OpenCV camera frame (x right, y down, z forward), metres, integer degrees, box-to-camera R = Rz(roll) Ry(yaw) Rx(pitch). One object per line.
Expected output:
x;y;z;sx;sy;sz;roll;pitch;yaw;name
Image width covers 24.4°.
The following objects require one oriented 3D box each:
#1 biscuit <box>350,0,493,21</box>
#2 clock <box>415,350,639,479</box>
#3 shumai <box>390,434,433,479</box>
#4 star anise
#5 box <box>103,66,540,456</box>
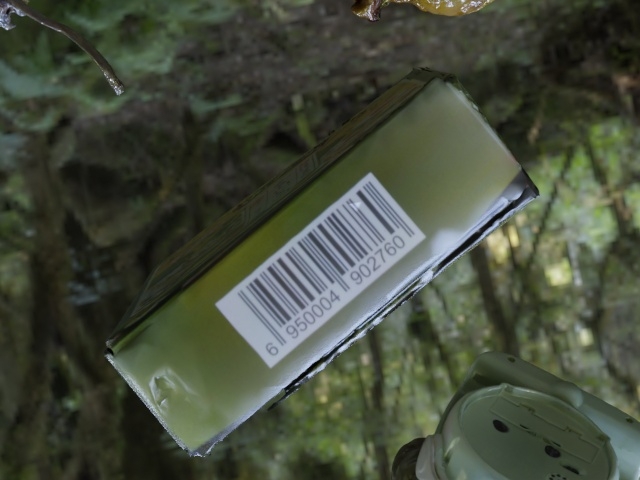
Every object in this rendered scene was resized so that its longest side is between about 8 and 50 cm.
0.089;-0.317;1.091;0.334;0.289;0.081;-21;177;12;biscuit
0.263;0.289;1.885;0.265;0.109;0.324;27;-148;13;clock
0.193;0.413;2.245;0.184;0.218;0.185;-9;-178;14;shumai
-0.355;-0.243;1.712;0.218;0.148;0.227;24;-168;-32;star anise
0.000;0.000;1.404;0.373;0.138;0.420;-39;-173;5;box
